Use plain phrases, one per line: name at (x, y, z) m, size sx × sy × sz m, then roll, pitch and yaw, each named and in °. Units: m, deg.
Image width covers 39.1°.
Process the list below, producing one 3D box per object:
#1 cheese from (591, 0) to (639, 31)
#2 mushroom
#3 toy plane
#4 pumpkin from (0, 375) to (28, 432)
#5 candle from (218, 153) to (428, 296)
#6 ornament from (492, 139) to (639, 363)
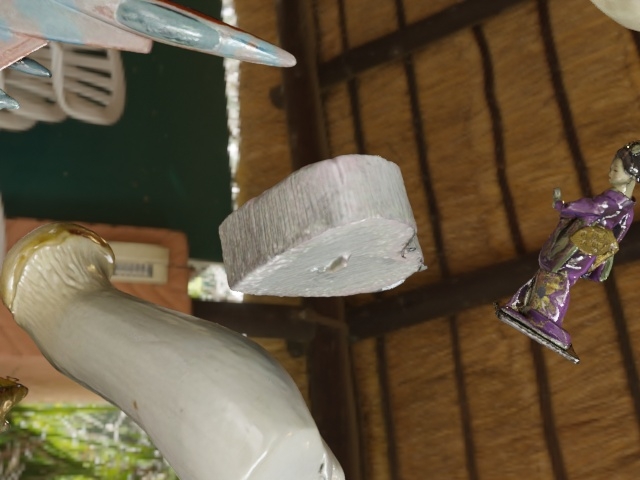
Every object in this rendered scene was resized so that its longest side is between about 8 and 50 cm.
cheese at (0.258, -0.255, 0.558) m, size 0.247 × 0.251 × 0.174 m, roll -32°, pitch -107°, yaw 17°
mushroom at (-0.123, 0.108, 0.701) m, size 0.328 × 0.122 × 0.159 m, roll 33°, pitch -38°, yaw 27°
toy plane at (-0.174, -0.172, 0.604) m, size 0.104 × 0.326 × 0.223 m, roll -107°, pitch -146°, yaw -69°
pumpkin at (-0.459, 0.179, 0.951) m, size 0.149 × 0.254 × 0.131 m, roll -167°, pitch -80°, yaw -78°
candle at (0.000, 0.000, 0.753) m, size 0.192 × 0.168 × 0.068 m, roll 67°, pitch 11°, yaw -69°
ornament at (0.227, -0.003, 0.800) m, size 0.088 × 0.081 × 0.203 m, roll -42°, pitch 155°, yaw -79°
